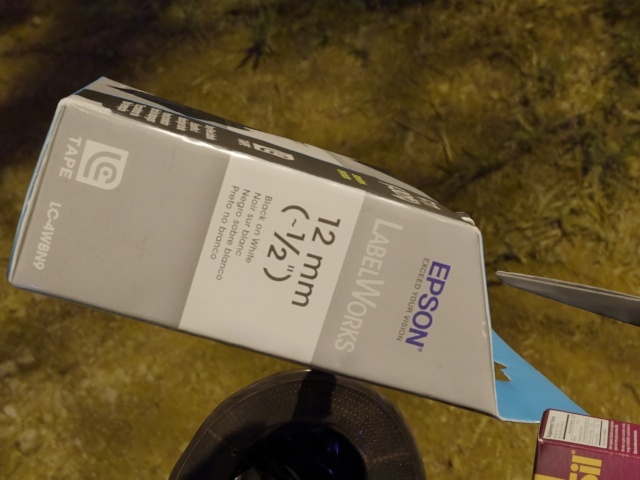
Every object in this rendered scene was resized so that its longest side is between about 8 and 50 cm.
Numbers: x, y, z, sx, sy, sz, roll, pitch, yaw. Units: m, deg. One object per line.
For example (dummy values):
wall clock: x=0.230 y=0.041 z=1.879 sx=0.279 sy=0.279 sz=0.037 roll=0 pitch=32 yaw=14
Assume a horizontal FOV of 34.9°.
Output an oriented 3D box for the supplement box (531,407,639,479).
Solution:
supplement box: x=0.129 y=0.107 z=0.416 sx=0.083 sy=0.055 sz=0.043 roll=7 pitch=10 yaw=16

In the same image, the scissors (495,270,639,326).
scissors: x=0.269 y=0.053 z=0.716 sx=0.297 sy=0.021 sz=0.109 roll=32 pitch=108 yaw=27

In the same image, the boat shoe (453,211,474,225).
boat shoe: x=0.106 y=0.004 z=1.001 sx=0.046 sy=0.125 sz=0.038 roll=6 pitch=55 yaw=-25

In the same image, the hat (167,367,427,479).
hat: x=-0.032 y=0.306 z=1.282 sx=0.331 sy=0.331 sz=0.134 roll=-30 pitch=9 yaw=1

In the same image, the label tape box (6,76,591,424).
label tape box: x=0.000 y=0.000 z=0.660 sx=0.249 sy=0.347 sz=0.115 roll=-123 pitch=49 yaw=-77
